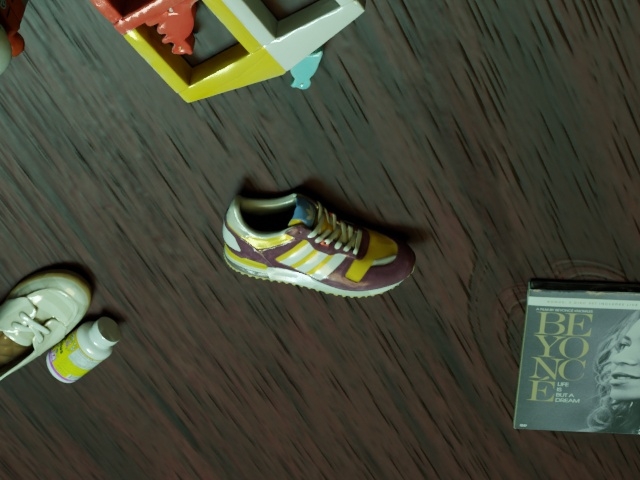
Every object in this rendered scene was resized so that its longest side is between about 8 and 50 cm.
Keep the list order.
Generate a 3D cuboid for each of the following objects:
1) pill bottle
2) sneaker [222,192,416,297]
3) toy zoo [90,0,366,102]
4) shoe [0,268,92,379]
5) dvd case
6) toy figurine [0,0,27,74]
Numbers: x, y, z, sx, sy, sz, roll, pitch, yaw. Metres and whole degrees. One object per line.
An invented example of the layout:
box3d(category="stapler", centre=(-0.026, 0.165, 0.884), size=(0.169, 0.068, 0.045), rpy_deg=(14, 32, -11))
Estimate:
box3d(category="pill bottle", centre=(-0.243, 0.111, 1.691), size=(0.043, 0.043, 0.083), rpy_deg=(35, 128, -26))
box3d(category="sneaker", centre=(0.000, 0.000, 1.538), size=(0.186, 0.069, 0.084), rpy_deg=(5, 140, -1))
box3d(category="toy zoo", centre=(-0.097, -0.225, 1.349), size=(0.192, 0.030, 0.293), rpy_deg=(-24, 128, 26))
box3d(category="shoe", centre=(-0.312, 0.102, 1.677), size=(0.076, 0.058, 0.219), rpy_deg=(35, 128, -27))
box3d(category="dvd case", centre=(0.287, 0.124, 1.672), size=(0.165, 0.018, 0.221), rpy_deg=(2, 135, 3))
box3d(category="toy figurine", centre=(-0.359, -0.165, 1.351), size=(0.210, 0.148, 0.213), rpy_deg=(23, 133, -17))
